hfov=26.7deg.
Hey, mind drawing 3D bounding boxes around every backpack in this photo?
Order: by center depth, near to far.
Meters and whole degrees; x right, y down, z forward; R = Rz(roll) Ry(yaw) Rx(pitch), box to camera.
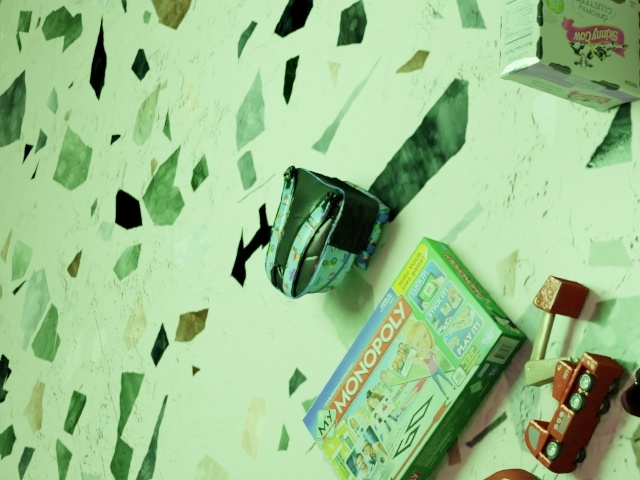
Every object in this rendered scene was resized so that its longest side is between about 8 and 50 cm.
[{"bbox_3d":[0.000,0.000,1.904,0.158,0.117,0.173,31,104,54],"label":"backpack"}]

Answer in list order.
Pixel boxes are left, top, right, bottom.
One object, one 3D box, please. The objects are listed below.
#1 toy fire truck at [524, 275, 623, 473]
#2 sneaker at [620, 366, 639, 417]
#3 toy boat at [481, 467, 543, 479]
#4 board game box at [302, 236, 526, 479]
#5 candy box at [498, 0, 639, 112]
[{"bbox_3d":[0.272,0.151,1.530,0.135,0.047,0.192,41,112,53],"label":"toy fire truck"},{"bbox_3d":[0.397,0.145,1.244,0.281,0.162,0.106,-21,73,52],"label":"sneaker"},{"bbox_3d":[0.156,0.352,1.529,0.231,0.151,0.151,-41,47,40],"label":"toy boat"},{"bbox_3d":[0.111,0.182,1.732,0.317,0.046,0.213,-58,39,18],"label":"board game box"},{"bbox_3d":[0.289,-0.265,1.550,0.070,0.165,0.196,-17,65,53],"label":"candy box"}]
